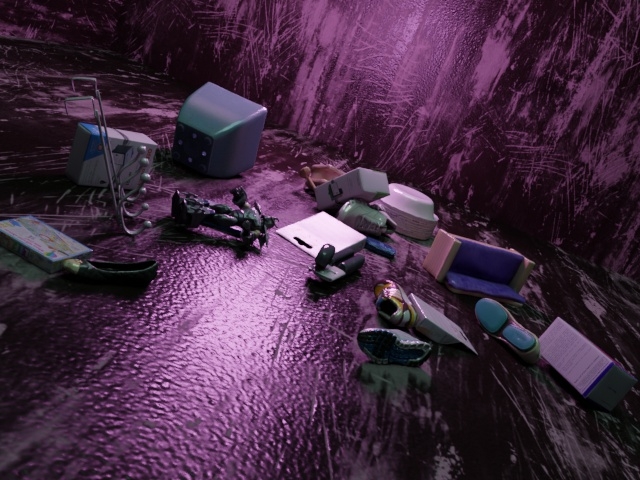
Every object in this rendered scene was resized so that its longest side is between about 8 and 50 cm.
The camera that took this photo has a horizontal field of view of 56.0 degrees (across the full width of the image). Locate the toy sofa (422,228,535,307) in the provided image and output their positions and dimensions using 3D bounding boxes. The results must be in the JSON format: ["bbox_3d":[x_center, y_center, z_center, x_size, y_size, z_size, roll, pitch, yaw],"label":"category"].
[{"bbox_3d":[0.541,0.093,1.996,0.363,0.150,0.177,14,18,-28],"label":"toy sofa"}]

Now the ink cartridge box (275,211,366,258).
[{"bbox_3d":[0.000,0.000,1.789,0.181,0.056,0.225,33,38,28],"label":"ink cartridge box"}]

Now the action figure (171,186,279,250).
[{"bbox_3d":[-0.232,-0.062,1.546,0.285,0.099,0.185,7,34,-29],"label":"action figure"}]

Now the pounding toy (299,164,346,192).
[{"bbox_3d":[0.018,-0.199,2.346,0.270,0.154,0.154,27,-14,-20],"label":"pounding toy"}]

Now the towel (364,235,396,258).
[{"bbox_3d":[0.190,0.019,1.972,0.120,0.029,0.067,22,16,-1],"label":"towel"}]

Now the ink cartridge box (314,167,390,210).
[{"bbox_3d":[0.111,-0.175,2.155,0.219,0.092,0.160,-21,-16,40],"label":"ink cartridge box"}]

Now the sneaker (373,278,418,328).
[{"bbox_3d":[0.167,0.146,1.492,0.084,0.069,0.185,19,16,-31],"label":"sneaker"}]

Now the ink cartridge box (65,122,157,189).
[{"bbox_3d":[-0.536,-0.212,1.548,0.082,0.139,0.191,34,20,35],"label":"ink cartridge box"}]

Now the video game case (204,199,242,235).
[{"bbox_3d":[-0.268,-0.065,1.664,0.119,0.015,0.166,20,17,-12],"label":"video game case"}]

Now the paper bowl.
[{"bbox_3d":[0.337,-0.128,2.410,0.284,0.148,0.284,20,18,-7],"label":"paper bowl"}]

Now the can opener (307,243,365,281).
[{"bbox_3d":[0.053,0.048,1.597,0.076,0.095,0.283,29,18,17],"label":"can opener"}]

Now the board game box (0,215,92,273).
[{"bbox_3d":[-0.518,0.005,1.113,0.154,0.026,0.103,27,17,12],"label":"board game box"}]

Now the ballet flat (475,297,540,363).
[{"bbox_3d":[0.511,0.248,1.639,0.086,0.086,0.248,14,21,-27],"label":"ballet flat"}]

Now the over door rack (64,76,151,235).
[{"bbox_3d":[-0.456,-0.201,1.356,0.108,0.324,0.239,-20,29,-9],"label":"over door rack"}]

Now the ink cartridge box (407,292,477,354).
[{"bbox_3d":[0.299,0.221,1.520,0.179,0.045,0.145,37,12,-17],"label":"ink cartridge box"}]

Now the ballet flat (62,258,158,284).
[{"bbox_3d":[-0.386,0.048,1.112,0.173,0.049,0.057,8,21,-40],"label":"ballet flat"}]

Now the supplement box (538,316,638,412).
[{"bbox_3d":[0.664,0.311,1.529,0.111,0.114,0.220,32,10,-28],"label":"supplement box"}]

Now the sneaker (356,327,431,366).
[{"bbox_3d":[0.141,0.216,1.271,0.191,0.071,0.083,21,9,-35],"label":"sneaker"}]

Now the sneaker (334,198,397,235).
[{"bbox_3d":[0.164,-0.072,2.106,0.292,0.110,0.118,0,39,-49],"label":"sneaker"}]

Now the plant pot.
[{"bbox_3d":[-0.367,-0.351,2.044,0.247,0.247,0.252,26,35,10],"label":"plant pot"}]
